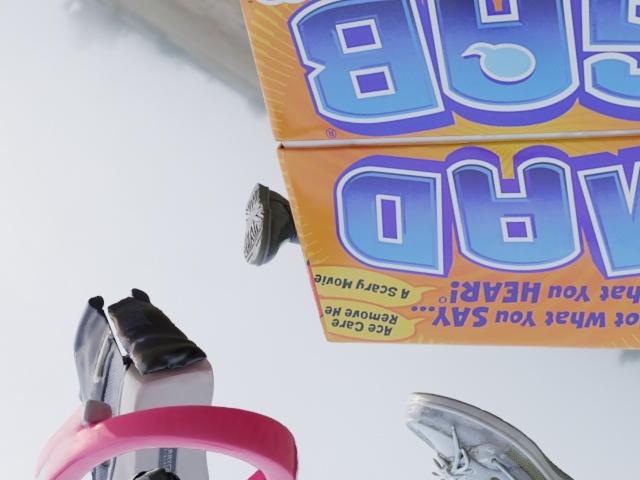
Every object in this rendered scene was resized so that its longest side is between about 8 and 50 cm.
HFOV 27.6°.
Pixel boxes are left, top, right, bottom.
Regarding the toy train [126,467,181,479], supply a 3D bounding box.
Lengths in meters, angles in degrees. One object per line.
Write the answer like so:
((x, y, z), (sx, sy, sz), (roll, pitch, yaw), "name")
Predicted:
((-0.063, 0.187, 0.635), (0.027, 0.036, 0.158), (-23, -86, -53), "toy train")

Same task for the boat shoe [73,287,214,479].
((-0.201, 0.211, 1.410), (0.127, 0.340, 0.158), (-8, -143, -33), "boat shoe")

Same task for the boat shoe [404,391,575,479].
((0.225, 0.302, 1.612), (0.320, 0.103, 0.118), (40, 158, -14), "boat shoe")

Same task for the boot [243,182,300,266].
((0.001, -0.001, 1.821), (0.209, 0.076, 0.189), (22, -147, -14), "boot")

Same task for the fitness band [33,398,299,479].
((-0.142, 0.216, 1.162), (0.209, 0.291, 0.054), (17, -127, -23), "fitness band")

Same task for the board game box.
((0.185, -0.163, 0.995), (0.356, 0.356, 0.356), (-1, -148, 22), "board game box")
